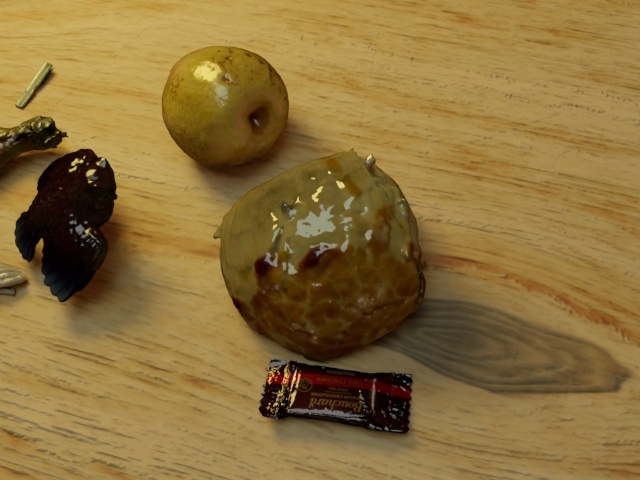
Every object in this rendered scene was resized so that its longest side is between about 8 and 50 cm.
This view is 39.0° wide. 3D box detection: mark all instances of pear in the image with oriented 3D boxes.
[{"bbox_3d":[-0.135,-0.186,1.237,0.178,0.178,0.178,-3,62,5],"label":"pear"}]

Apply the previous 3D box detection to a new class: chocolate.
[{"bbox_3d":[0.019,0.188,1.088,0.183,0.028,0.086,3,55,7],"label":"chocolate"}]

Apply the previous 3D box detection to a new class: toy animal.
[{"bbox_3d":[-0.328,-0.039,1.164,0.116,0.179,0.218,4,58,-21],"label":"toy animal"}]

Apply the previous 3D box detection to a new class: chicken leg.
[{"bbox_3d":[-0.477,-0.140,1.284,0.228,0.088,0.103,-22,49,-1],"label":"chicken leg"}]

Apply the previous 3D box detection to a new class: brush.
[{"bbox_3d":[-0.434,-0.235,1.371,0.016,0.013,0.083,25,75,23],"label":"brush"}]

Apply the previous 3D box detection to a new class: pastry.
[{"bbox_3d":[-0.005,0.008,1.107,0.256,0.170,0.236,-21,59,1],"label":"pastry"}]

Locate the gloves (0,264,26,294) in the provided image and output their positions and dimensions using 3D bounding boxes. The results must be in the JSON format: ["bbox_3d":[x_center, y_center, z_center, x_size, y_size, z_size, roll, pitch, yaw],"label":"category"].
[{"bbox_3d":[-0.435,0.054,1.209,0.081,0.037,0.044,-10,97,-5],"label":"gloves"}]
